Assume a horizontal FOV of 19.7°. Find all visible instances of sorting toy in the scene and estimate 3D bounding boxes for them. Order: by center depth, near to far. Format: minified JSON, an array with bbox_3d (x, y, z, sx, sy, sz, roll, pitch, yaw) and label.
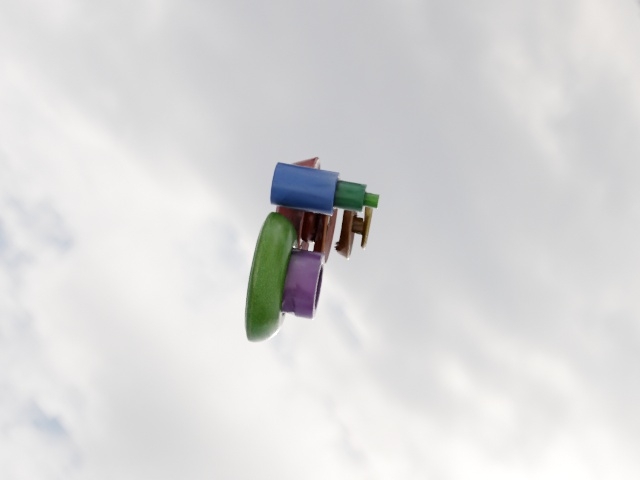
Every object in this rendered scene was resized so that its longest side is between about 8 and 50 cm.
[{"bbox_3d":[0.000,0.000,0.729,0.042,0.061,0.102,10,-147,5],"label":"sorting toy"}]
